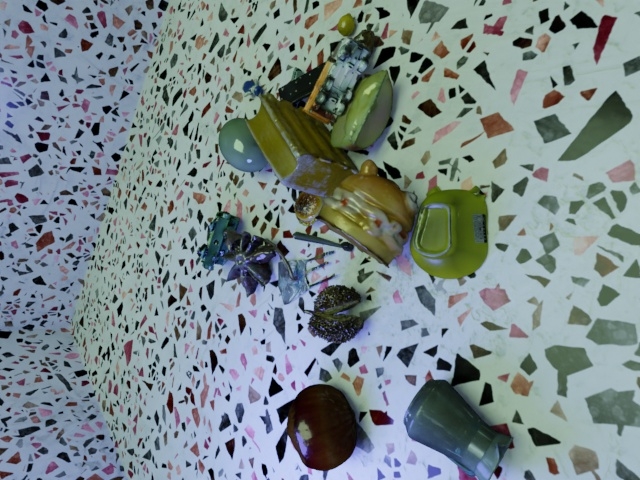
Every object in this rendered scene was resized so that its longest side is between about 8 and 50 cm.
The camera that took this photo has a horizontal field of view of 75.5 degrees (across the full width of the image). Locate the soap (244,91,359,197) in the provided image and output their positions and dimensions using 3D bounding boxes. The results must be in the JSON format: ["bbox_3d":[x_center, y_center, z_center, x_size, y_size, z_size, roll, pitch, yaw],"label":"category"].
[{"bbox_3d":[-0.061,-0.317,1.404,0.156,0.293,0.335,-49,56,26],"label":"soap"}]

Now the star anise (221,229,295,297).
[{"bbox_3d":[-0.265,0.088,1.659,0.360,0.139,0.316,54,128,16],"label":"star anise"}]

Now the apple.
[{"bbox_3d":[0.136,-0.407,1.355,0.193,0.120,0.265,26,92,56],"label":"apple"}]

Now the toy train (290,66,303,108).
[{"bbox_3d":[-0.106,-0.587,1.655,0.047,0.043,0.208,16,95,40],"label":"toy train"}]

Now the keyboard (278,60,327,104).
[{"bbox_3d":[-0.033,-0.599,1.571,0.309,0.018,0.101,-18,75,30],"label":"keyboard"}]

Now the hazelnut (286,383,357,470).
[{"bbox_3d":[0.004,0.563,1.278,0.217,0.217,0.252,-54,29,23],"label":"hazelnut"}]

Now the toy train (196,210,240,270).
[{"bbox_3d":[-0.446,-0.005,1.795,0.154,0.115,0.270,-85,14,-79],"label":"toy train"}]

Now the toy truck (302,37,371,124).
[{"bbox_3d":[0.054,-0.524,1.373,0.271,0.114,0.135,-60,28,16],"label":"toy truck"}]

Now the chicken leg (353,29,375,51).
[{"bbox_3d":[0.127,-0.630,1.438,0.084,0.069,0.198,30,113,17],"label":"chicken leg"}]

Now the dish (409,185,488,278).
[{"bbox_3d":[0.330,-0.029,1.119,0.221,0.108,0.263,9,90,42],"label":"dish"}]

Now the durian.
[{"bbox_3d":[0.040,0.229,1.303,0.195,0.167,0.196,-5,64,10],"label":"durian"}]

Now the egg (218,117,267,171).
[{"bbox_3d":[-0.312,-0.394,1.708,0.203,0.202,0.283,-55,49,22],"label":"egg"}]

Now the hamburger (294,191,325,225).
[{"bbox_3d":[-0.038,-0.122,1.493,0.141,0.081,0.126,-56,52,20],"label":"hamburger"}]

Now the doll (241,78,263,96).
[{"bbox_3d":[-0.301,-0.675,1.843,0.142,0.057,0.099,32,85,40],"label":"doll"}]

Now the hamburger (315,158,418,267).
[{"bbox_3d":[0.152,-0.080,1.200,0.276,0.276,0.237,33,87,41],"label":"hamburger"}]

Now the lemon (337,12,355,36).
[{"bbox_3d":[0.093,-0.774,1.485,0.062,0.062,0.084,16,95,43],"label":"lemon"}]

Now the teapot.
[{"bbox_3d":[0.333,0.477,1.018,0.225,0.171,0.203,31,136,35],"label":"teapot"}]

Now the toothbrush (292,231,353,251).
[{"bbox_3d":[0.000,0.000,1.478,0.297,0.030,0.030,12,66,45],"label":"toothbrush"}]

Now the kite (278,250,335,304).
[{"bbox_3d":[-0.056,0.136,1.519,0.309,0.015,0.170,-19,71,43],"label":"kite"}]
